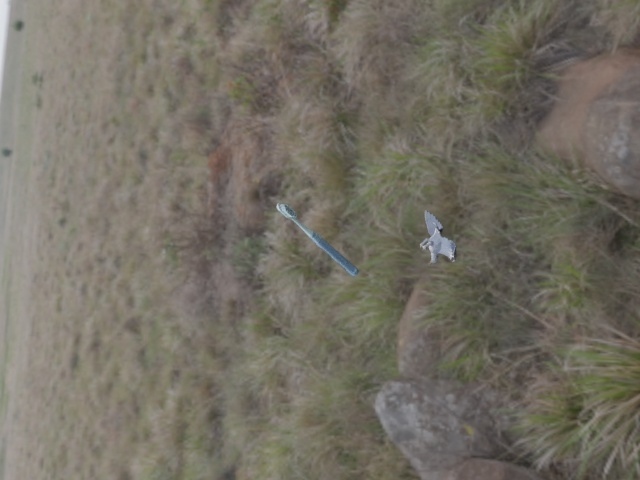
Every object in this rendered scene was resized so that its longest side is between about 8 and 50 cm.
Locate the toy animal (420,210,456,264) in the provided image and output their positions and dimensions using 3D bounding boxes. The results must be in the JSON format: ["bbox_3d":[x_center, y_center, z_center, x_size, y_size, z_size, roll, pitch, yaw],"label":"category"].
[{"bbox_3d":[0.129,0.006,0.834,0.050,0.028,0.084,-61,29,27],"label":"toy animal"}]

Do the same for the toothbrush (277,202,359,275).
[{"bbox_3d":[0.000,0.000,1.258,0.019,0.219,0.016,3,59,46],"label":"toothbrush"}]
